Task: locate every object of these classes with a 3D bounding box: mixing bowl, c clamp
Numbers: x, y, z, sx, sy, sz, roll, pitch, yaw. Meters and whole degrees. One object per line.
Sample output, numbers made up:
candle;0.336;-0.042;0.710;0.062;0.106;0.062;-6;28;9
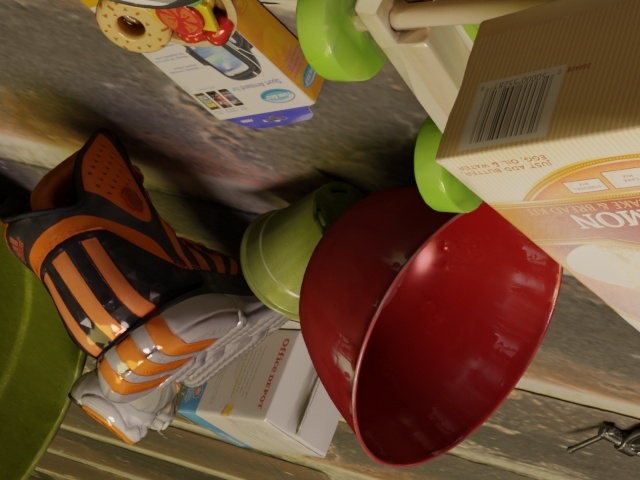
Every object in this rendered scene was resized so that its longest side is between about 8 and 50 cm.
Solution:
mixing bowl;0.054;0.035;0.742;0.098;0.181;0.181;33;169;39
c clamp;0.309;0.188;1.024;0.160;0.022;0.137;25;153;-5

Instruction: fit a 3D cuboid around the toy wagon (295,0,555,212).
toy wagon;0.160;-0.050;0.552;0.267;0.068;0.344;5;153;37

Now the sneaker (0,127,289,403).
sneaker;-0.115;0.008;0.886;0.180;0.124;0.321;53;-174;9

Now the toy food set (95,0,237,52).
toy food set;-0.081;-0.120;0.600;0.083;0.020;0.082;12;155;20

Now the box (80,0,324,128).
box;-0.059;-0.109;0.667;0.081;0.028;0.136;-3;149;43

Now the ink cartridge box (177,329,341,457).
ink cartridge box;-0.044;0.143;1.142;0.143;0.092;0.090;-1;149;44

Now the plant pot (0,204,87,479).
plant pot;-0.457;0.073;1.088;0.353;0.366;0.366;26;161;23

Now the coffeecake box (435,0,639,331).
coffeecake box;0.159;-0.016;0.445;0.185;0.068;0.142;36;153;-33

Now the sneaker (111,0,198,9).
sneaker;-0.101;-0.182;0.466;0.228;0.086;0.132;35;152;-27

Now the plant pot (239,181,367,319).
plant pot;0.000;0.000;0.811;0.083;0.083;0.079;28;144;-15

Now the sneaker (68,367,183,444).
sneaker;-0.161;0.123;1.210;0.099;0.121;0.262;40;180;-3
